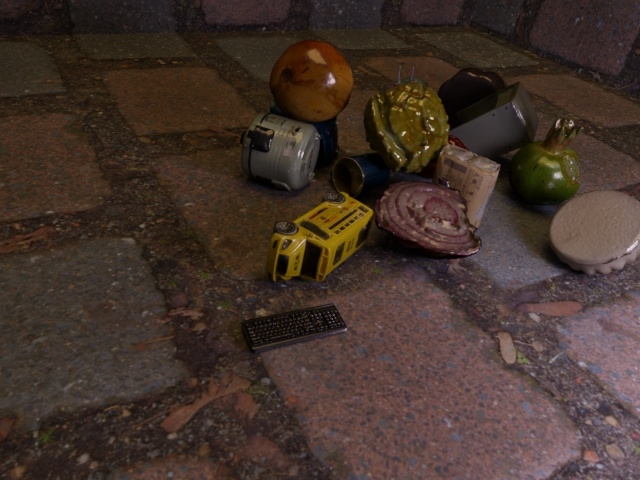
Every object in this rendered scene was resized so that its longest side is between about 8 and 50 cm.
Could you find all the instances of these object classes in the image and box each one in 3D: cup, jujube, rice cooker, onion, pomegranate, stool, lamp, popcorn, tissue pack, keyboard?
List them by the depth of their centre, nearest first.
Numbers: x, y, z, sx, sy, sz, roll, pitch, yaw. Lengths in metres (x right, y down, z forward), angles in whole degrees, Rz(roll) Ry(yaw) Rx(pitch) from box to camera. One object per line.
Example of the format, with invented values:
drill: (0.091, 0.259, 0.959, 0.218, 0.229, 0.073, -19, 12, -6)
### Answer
keyboard: (-0.058, 0.190, 1.219, 0.230, 0.025, 0.094, -9, 41, -23)
onion: (0.279, -0.043, 1.512, 0.279, 0.146, 0.314, 7, 43, -2)
tissue pack: (0.421, -0.157, 1.635, 0.186, 0.222, 0.090, 28, 37, 26)
popcorn: (0.268, -0.341, 1.678, 0.281, 0.282, 0.247, 10, 1, 2)
pomegranate: (-0.024, -0.488, 1.704, 0.264, 0.264, 0.264, 6, 35, -4)
rice cooker: (-0.134, -0.280, 1.705, 0.244, 0.226, 0.226, 21, 37, 11)
cup: (0.122, -0.217, 1.762, 0.155, 0.131, 0.176, -21, 19, -41)
pomegranate: (0.743, -0.257, 1.779, 0.235, 0.302, 0.236, -1, 42, 1)
jujube: (0.386, -0.291, 1.864, 0.250, 0.174, 0.174, 25, 38, 20)
stool: (0.630, -0.419, 1.987, 0.269, 0.170, 0.244, -22, 18, 36)
lamp: (0.356, -0.596, 2.229, 0.247, 0.248, 0.301, 15, 30, 17)

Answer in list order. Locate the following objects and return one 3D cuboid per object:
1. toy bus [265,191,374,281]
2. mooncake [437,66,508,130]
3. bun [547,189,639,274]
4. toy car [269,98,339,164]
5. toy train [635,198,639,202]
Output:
toy bus: (0.000, 0.000, 1.397, 0.152, 0.144, 0.330, 29, 38, 21)
mooncake: (0.619, -0.544, 2.181, 0.306, 0.306, 0.154, 23, 38, 20)
bun: (0.800, 0.003, 1.552, 0.263, 0.175, 0.263, -23, 43, 23)
toy car: (-0.070, -0.382, 1.896, 0.314, 0.198, 0.166, 29, 57, 25)
toy train: (1.066, -0.053, 1.745, 0.225, 0.090, 0.137, 15, 43, 10)
